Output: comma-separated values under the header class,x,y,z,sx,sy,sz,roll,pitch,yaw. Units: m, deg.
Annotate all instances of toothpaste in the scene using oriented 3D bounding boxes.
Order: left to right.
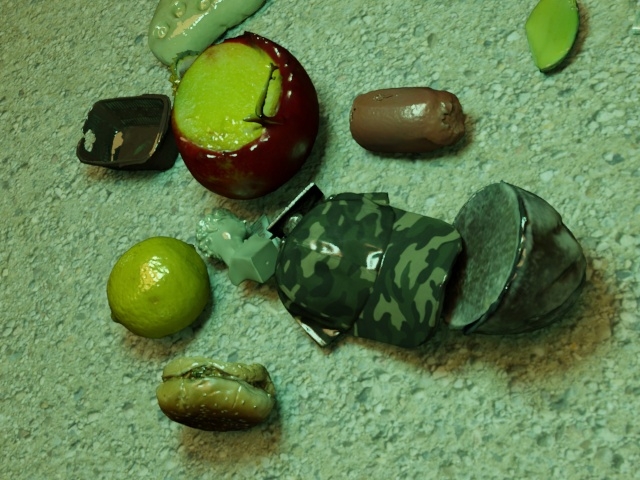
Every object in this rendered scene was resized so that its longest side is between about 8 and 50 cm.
class,x,y,z,sx,sy,sz,roll,pitch,yaw
toothpaste,-0.115,0.022,1.855,0.056,0.036,0.205,-46,50,21

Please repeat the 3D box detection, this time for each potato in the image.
class,x,y,z,sx,sy,sz,roll,pitch,yaw
potato,0.523,-0.461,1.755,0.120,0.054,0.197,-4,69,25

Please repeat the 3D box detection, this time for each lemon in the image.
class,x,y,z,sx,sy,sz,roll,pitch,yaw
lemon,-0.381,0.116,1.830,0.253,0.228,0.228,-52,54,4

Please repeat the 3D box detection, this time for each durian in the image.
class,x,y,z,sx,sy,sz,roll,pitch,yaw
durian,-0.326,-0.399,2.081,0.186,0.196,0.304,-20,60,25

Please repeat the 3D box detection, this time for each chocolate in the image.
class,x,y,z,sx,sy,sz,roll,pitch,yaw
chocolate,0.376,0.057,1.473,0.303,0.213,0.303,-163,90,-74

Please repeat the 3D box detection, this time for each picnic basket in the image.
class,x,y,z,sx,sy,sz,roll,pitch,yaw
picnic basket,-0.509,-0.278,2.148,0.297,0.129,0.222,2,69,29

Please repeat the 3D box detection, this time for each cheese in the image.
class,x,y,z,sx,sy,sz,roll,pitch,yaw
cheese,-0.330,-0.643,2.236,0.351,0.129,0.328,7,67,32

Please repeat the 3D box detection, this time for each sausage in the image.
class,x,y,z,sx,sy,sz,roll,pitch,yaw
sausage,0.191,-0.271,1.774,0.280,0.152,0.152,6,69,33

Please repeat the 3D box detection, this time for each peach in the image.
class,x,y,z,sx,sy,sz,roll,pitch,yaw
peach,-0.166,-0.282,1.869,0.335,0.310,0.405,-12,54,17

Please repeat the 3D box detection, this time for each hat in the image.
class,x,y,z,sx,sy,sz,roll,pitch,yaw
hat,0.082,0.051,1.577,0.382,0.258,0.366,0,73,69

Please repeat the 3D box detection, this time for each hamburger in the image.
class,x,y,z,sx,sy,sz,roll,pitch,yaw
hamburger,-0.228,0.322,1.641,0.286,0.243,0.146,-12,62,40

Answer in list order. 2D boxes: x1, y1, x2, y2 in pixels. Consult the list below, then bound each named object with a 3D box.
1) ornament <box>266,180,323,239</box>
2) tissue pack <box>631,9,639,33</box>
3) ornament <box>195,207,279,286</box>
class,x,y,z,sx,sy,sz,roll,pitch,yaw
ornament,0.000,0.000,1.786,0.166,0.153,0.196,-45,78,2
tissue pack,0.726,-0.467,1.669,0.108,0.023,0.056,9,71,30
ornament,-0.197,0.023,1.823,0.130,0.120,0.285,-31,38,-18
